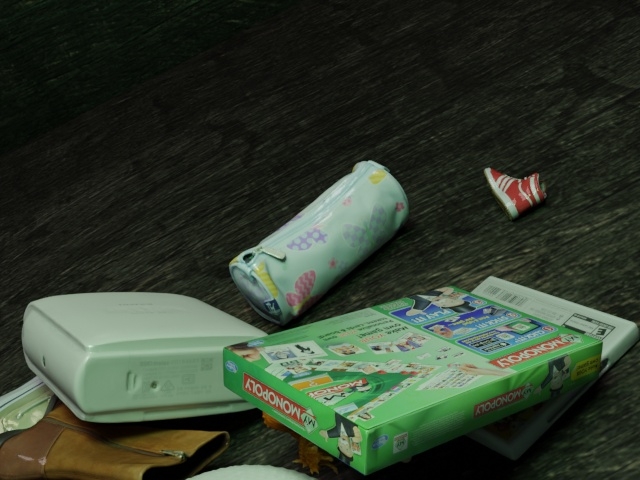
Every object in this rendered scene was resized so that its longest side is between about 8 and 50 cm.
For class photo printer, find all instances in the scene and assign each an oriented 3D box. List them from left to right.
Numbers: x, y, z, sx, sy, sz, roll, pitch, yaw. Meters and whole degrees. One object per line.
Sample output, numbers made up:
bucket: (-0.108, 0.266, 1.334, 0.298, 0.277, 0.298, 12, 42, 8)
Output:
photo printer: (-0.232, 0.136, 1.253, 0.256, 0.107, 0.308, 1, 8, -30)

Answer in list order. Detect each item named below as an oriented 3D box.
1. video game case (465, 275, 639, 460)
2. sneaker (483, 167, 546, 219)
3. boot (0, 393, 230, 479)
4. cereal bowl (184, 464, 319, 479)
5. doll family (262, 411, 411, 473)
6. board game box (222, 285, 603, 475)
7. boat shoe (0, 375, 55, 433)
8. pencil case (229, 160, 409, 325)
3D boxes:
video game case: (0.202, 0.132, 1.099, 0.206, 0.026, 0.227, -38, 30, -22)
sneaker: (0.275, -0.077, 1.380, 0.067, 0.042, 0.118, -28, 35, 5)
boot: (-0.233, 0.226, 1.180, 0.281, 0.096, 0.264, -7, 3, 30)
cereal bowl: (-0.108, 0.329, 0.897, 0.339, 0.141, 0.339, -20, 27, 11)
doll family: (0.034, 0.187, 1.040, 0.163, 0.118, 0.263, -7, 19, -33)
board game box: (0.094, 0.122, 0.971, 0.317, 0.046, 0.214, -12, 22, -37)
boat shoe: (-0.378, 0.245, 1.312, 0.094, 0.109, 0.302, 4, 37, 41)
pencil case: (0.000, 0.000, 1.395, 0.273, 0.124, 0.113, -37, 29, -22)
